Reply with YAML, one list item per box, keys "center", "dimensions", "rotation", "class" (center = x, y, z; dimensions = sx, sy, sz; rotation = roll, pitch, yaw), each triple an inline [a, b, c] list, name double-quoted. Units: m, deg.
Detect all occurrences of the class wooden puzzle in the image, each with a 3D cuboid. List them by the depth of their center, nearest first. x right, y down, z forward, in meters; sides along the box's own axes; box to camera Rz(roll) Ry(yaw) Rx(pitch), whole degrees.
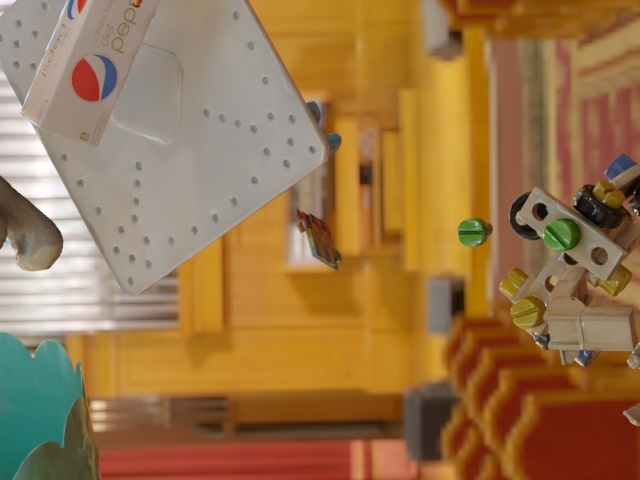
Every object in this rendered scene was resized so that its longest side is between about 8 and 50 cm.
- center: [0.000, 0.000, 1.668]
  dimensions: [0.083, 0.006, 0.049]
  rotation: [32, -142, -57]
  class: "wooden puzzle"

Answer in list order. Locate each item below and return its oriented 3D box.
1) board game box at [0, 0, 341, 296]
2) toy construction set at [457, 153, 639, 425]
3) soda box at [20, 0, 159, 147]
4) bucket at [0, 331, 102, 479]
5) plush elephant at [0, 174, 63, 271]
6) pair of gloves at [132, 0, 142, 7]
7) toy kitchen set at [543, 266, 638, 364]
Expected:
- center: [-0.194, -0.182, 2.059]
  dimensions: [0.050, 0.390, 0.390]
  rotation: [-23, -99, -50]
  class: "board game box"
- center: [0.299, 0.062, 1.925]
  dimensions: [0.309, 0.257, 0.237]
  rotation: [63, -156, 9]
  class: "toy construction set"
- center: [-0.239, -0.214, 1.842]
  dimensions: [0.069, 0.074, 0.216]
  rotation: [35, 102, 57]
  class: "soda box"
- center: [-0.279, 0.207, 1.245]
  dimensions: [0.281, 0.281, 0.183]
  rotation: [-94, -6, -69]
  class: "bucket"
- center: [-0.498, -0.019, 1.925]
  dimensions: [0.255, 0.272, 0.330]
  rotation: [-52, -40, -13]
  class: "plush elephant"
- center: [-0.153, -0.254, 1.546]
  dimensions: [0.083, 0.010, 0.074]
  rotation: [-78, 4, -60]
  class: "pair of gloves"
- center: [0.237, 0.072, 1.460]
  dimensions: [0.083, 0.075, 0.068]
  rotation: [-53, -44, -53]
  class: "toy kitchen set"
